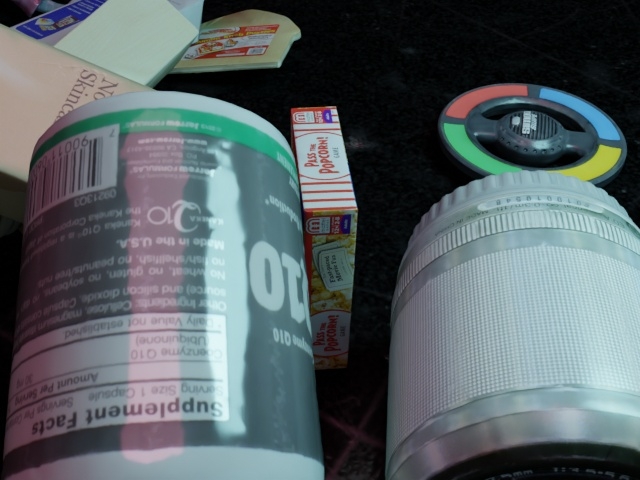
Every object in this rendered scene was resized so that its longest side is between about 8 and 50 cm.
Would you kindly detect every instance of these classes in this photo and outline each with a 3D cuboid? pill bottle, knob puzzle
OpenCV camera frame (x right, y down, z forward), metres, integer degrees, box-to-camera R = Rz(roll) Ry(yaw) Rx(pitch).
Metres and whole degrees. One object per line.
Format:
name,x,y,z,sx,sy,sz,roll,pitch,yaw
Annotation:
pill bottle,-0.104,0.099,0.548,0.204,0.204,0.361,-3,64,-5
knob puzzle,-0.120,-0.282,1.153,0.213,0.030,0.213,-7,36,5

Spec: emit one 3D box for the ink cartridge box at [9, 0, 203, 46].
ink cartridge box,-0.299,-0.288,1.117,0.332,0.065,0.165,-36,48,-29

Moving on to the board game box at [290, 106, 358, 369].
board game box,0.000,0.000,0.729,0.045,0.194,0.147,-3,42,-5

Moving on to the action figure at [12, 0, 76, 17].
action figure,-0.455,-0.482,1.211,0.275,0.248,0.370,22,43,22

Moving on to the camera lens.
camera lens,0.160,0.107,0.595,0.219,0.219,0.274,4,42,3

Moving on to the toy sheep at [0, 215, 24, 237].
toy sheep,-0.349,-0.040,0.847,0.091,0.091,0.132,24,17,23

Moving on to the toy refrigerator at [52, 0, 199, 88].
toy refrigerator,-0.272,-0.186,0.951,0.102,0.094,0.269,42,58,-11

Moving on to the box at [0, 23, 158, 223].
box,-0.246,-0.088,0.776,0.311,0.121,0.148,21,66,-7

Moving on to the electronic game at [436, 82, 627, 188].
electronic game,0.258,-0.128,0.987,0.229,0.048,0.229,1,42,-1
